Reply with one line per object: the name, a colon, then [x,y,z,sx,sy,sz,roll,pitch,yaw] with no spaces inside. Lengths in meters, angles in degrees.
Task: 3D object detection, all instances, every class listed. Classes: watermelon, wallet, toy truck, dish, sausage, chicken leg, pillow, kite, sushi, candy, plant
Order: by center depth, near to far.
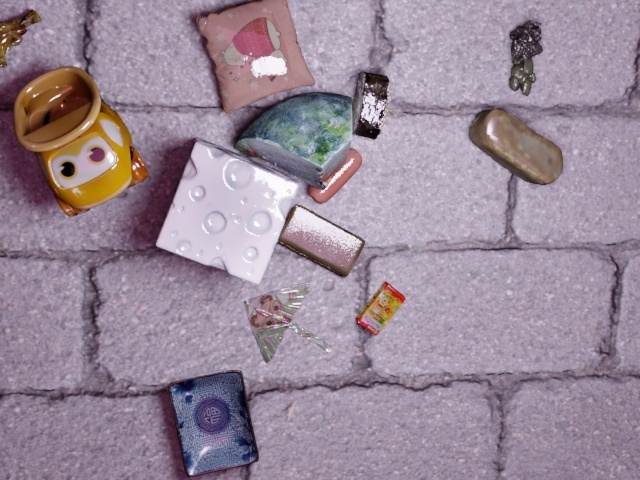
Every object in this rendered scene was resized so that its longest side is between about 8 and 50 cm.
toy truck: [-0.517,-0.211,1.756,0.204,0.288,0.212,-28,145,-2]
chicken leg: [-0.687,-0.440,1.790,0.178,0.070,0.093,-39,102,-10]
pillow: [-0.145,-0.428,1.850,0.223,0.084,0.236,-17,104,-5]
watermelon: [-0.019,-0.229,1.862,0.289,0.319,0.214,-47,126,-38]
sushi: [0.118,-0.313,1.902,0.078,0.090,0.150,9,96,-13]
sausage: [0.036,-0.154,1.929,0.062,0.062,0.154,43,91,-12]
plant: [0.481,-0.431,1.939,0.085,0.087,0.174,10,103,26]
candy: [0.467,-0.224,1.955,0.234,0.104,0.102,31,89,-12]
wallet: [0.000,0.000,1.965,0.198,0.031,0.110,28,94,-11]
dish: [-0.257,0.428,1.974,0.181,0.080,0.243,-11,98,-6]
kite: [-0.075,0.203,1.999,0.250,0.012,0.229,29,95,-12]
candy: [0.148,0.167,2.007,0.062,0.038,0.122,38,92,-11]

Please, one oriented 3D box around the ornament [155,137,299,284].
ornament: [-0.209,-0.072,1.820,0.239,0.240,0.240,21,95,-12]
